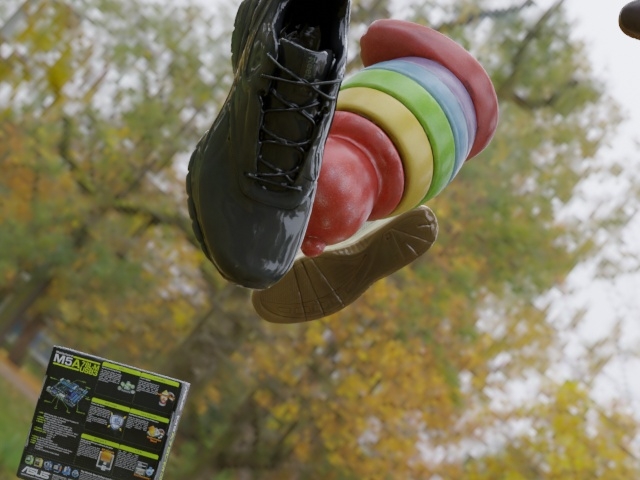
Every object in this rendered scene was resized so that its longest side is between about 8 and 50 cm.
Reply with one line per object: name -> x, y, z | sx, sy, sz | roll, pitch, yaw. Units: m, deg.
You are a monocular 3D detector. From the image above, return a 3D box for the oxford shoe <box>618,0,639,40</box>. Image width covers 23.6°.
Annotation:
oxford shoe -> 0.595, -0.366, 2.423 | 0.271, 0.097, 0.098 | 0, -8, 29

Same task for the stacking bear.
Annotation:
stacking bear -> 0.047, -0.090, 1.557 | 0.164, 0.289, 0.175 | 12, -57, 31

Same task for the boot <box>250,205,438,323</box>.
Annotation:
boot -> 0.000, 0.000, 2.016 | 0.203, 0.262, 0.095 | 42, -21, 58

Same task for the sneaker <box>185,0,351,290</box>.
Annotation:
sneaker -> -0.036, -0.103, 1.248 | 0.109, 0.286, 0.130 | 11, -12, -17

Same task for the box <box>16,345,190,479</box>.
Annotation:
box -> -0.289, 0.252, 2.035 | 0.190, 0.184, 0.045 | 14, -8, 10
